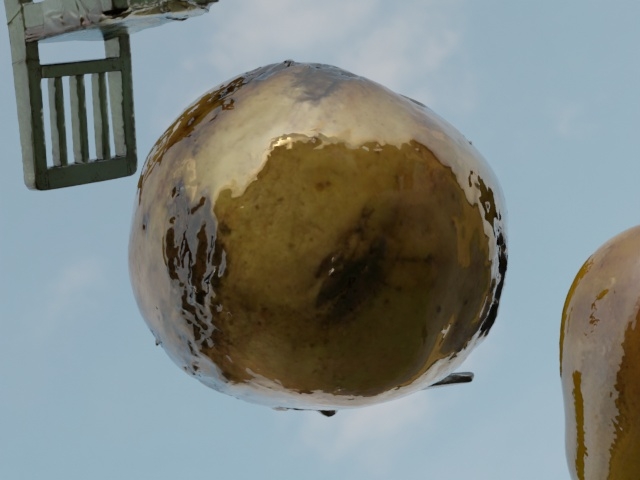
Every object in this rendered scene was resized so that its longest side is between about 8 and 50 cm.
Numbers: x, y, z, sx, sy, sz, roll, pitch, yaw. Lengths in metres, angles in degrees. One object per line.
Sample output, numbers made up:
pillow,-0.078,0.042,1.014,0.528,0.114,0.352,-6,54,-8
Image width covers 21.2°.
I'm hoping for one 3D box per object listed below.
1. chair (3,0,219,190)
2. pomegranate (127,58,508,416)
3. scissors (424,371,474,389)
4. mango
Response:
chair,-0.177,-0.187,1.464,0.136,0.147,0.271,-12,-84,-51
pomegranate,0.000,0.000,1.365,0.322,0.322,0.322,-15,-53,-21
scissors,0.054,0.144,1.663,0.088,0.220,0.017,19,-114,-52
mango,0.173,0.069,0.847,0.089,0.111,0.163,-26,-64,-46
